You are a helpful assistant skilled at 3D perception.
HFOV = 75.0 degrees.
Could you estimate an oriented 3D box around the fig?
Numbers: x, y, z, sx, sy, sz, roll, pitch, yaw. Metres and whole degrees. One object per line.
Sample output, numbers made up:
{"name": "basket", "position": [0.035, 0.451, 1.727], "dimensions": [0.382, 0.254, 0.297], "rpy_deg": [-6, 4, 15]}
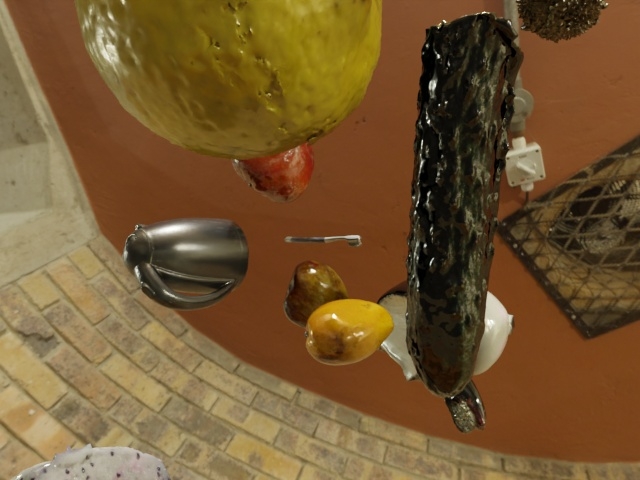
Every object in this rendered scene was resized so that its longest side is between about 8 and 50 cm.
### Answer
{"name": "fig", "position": [0.027, 0.184, 1.121], "dimensions": [0.290, 0.190, 0.191], "rpy_deg": [37, -58, 14]}

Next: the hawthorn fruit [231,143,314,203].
{"name": "hawthorn fruit", "position": [-0.106, -0.249, 1.156], "dimensions": [0.241, 0.242, 0.272], "rpy_deg": [37, -84, 0]}

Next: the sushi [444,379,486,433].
{"name": "sushi", "position": [0.208, 0.226, 0.590], "dimensions": [0.046, 0.044, 0.083], "rpy_deg": [-43, -127, 38]}

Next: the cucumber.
{"name": "cucumber", "position": [0.109, -0.013, 0.347], "dimensions": [0.072, 0.081, 0.304], "rpy_deg": [1, -73, 1]}

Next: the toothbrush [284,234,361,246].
{"name": "toothbrush", "position": [0.000, 0.000, 1.130], "dimensions": [0.288, 0.024, 0.026], "rpy_deg": [1, -68, 46]}

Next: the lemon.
{"name": "lemon", "position": [-0.106, -0.273, 0.510], "dimensions": [0.387, 0.349, 0.350], "rpy_deg": [11, -61, 37]}

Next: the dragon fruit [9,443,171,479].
{"name": "dragon fruit", "position": [-0.342, 0.467, 0.615], "dimensions": [0.204, 0.221, 0.283], "rpy_deg": [-40, -113, 23]}

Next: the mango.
{"name": "mango", "position": [0.064, 0.176, 0.833], "dimensions": [0.144, 0.219, 0.113], "rpy_deg": [17, -75, 42]}

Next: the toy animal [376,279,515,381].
{"name": "toy animal", "position": [0.307, 0.202, 1.006], "dimensions": [0.250, 0.309, 0.251], "rpy_deg": [14, -74, 58]}

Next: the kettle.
{"name": "kettle", "position": [-0.343, 0.060, 1.064], "dimensions": [0.207, 0.290, 0.268], "rpy_deg": [-49, -121, 27]}

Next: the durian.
{"name": "durian", "position": [0.225, -0.226, 0.384], "dimensions": [0.091, 0.080, 0.080], "rpy_deg": [-3, -62, -14]}
